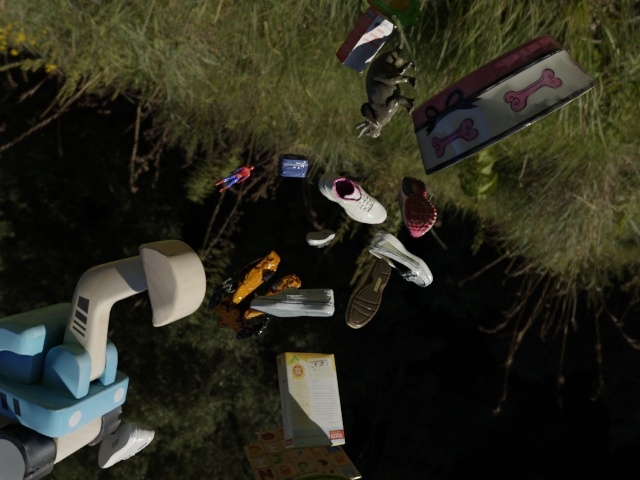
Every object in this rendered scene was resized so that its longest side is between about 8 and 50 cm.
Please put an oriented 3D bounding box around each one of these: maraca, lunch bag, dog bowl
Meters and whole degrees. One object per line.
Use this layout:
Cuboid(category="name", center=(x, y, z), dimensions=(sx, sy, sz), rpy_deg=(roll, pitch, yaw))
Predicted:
Cuboid(category="maraca", center=(0.168, -0.578, 1.367), dimensions=(0.185, 0.127, 0.099), rpy_deg=(38, 148, -15))
Cuboid(category="lunch bag", center=(-0.090, -0.240, 1.825), dimensions=(0.098, 0.067, 0.065), rpy_deg=(1, 113, -18))
Cuboid(category="dog bowl", center=(0.387, -0.308, 1.311), dimensions=(0.408, 0.407, 0.151), rpy_deg=(-27, 94, 50))

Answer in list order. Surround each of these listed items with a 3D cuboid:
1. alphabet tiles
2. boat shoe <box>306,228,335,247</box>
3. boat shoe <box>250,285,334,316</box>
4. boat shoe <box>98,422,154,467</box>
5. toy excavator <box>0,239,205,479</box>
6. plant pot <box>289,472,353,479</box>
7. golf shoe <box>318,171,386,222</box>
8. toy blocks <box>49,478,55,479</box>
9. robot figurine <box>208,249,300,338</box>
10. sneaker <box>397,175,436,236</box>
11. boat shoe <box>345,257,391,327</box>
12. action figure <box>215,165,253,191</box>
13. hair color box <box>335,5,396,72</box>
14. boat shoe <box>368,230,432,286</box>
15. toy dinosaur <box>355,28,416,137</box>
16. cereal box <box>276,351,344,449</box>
Cuboid(category="alphabet tiles", center=(-0.057, 0.641, 1.689), dimensions=(0.284, 0.011, 0.342), rpy_deg=(-3, -164, -22))
Cuboid(category="boat shoe", center=(0.000, 0.000, 1.633), dimensions=(0.049, 0.142, 0.040), rpy_deg=(26, 109, 21))
Cuboid(category="boat shoe", center=(-0.074, 0.160, 1.569), dimensions=(0.226, 0.076, 0.083), rpy_deg=(4, 156, 3))
Cuboid(category="boat shoe", center=(-0.401, 0.420, 1.199), dimensions=(0.063, 0.066, 0.184), rpy_deg=(19, 132, -34))
Cuboid(category="toy excavator", center=(-0.428, 0.180, 0.998), dimensions=(0.432, 0.222, 0.446), rpy_deg=(15, 103, 19))
Cuboid(category="plant pot", center=(0.028, 0.760, 1.255), dimensions=(0.366, 0.367, 0.353), rpy_deg=(36, 176, -16))
Cuboid(category="golf shoe", center=(0.135, -0.152, 2.217), dimensions=(0.306, 0.115, 0.140), rpy_deg=(30, 176, -18))
Cuboid(category="toy blocks", center=(-0.793, 0.706, 1.411), dimensions=(0.309, 0.288, 0.260), rpy_deg=(56, 175, -2))
Cuboid(category="robot figurine", center=(-0.215, 0.180, 1.875), dimensions=(0.211, 0.291, 0.085), rpy_deg=(49, -175, -6))
Cuboid(category="sneaker", center=(0.340, -0.107, 2.092), dimensions=(0.120, 0.299, 0.112), rpy_deg=(13, 127, -5))
Cuboid(category="boat shoe", center=(0.101, 0.127, 1.348), dimensions=(0.068, 0.190, 0.072), rpy_deg=(44, 145, -13))
Cuboid(category="action figure", center=(-0.237, -0.178, 1.629), dimensions=(0.038, 0.115, 0.030), rpy_deg=(61, 179, -11))
Cuboid(category="hair color box", center=(0.131, -0.582, 1.695), dimensions=(0.093, 0.053, 0.167), rpy_deg=(8, 132, -49))
Cuboid(category="boat shoe", center=(0.321, 0.091, 2.338), dimensions=(0.320, 0.103, 0.118), rpy_deg=(42, 156, -23))
Cuboid(category="toy dinosaur", center=(0.190, -0.442, 1.665), dimensions=(0.160, 0.121, 0.314), rpy_deg=(4, 107, 2))
Cuboid(category="cereal box", center=(-0.026, 0.419, 1.533), dimensions=(0.172, 0.240, 0.047), rpy_deg=(12, 151, -39))
